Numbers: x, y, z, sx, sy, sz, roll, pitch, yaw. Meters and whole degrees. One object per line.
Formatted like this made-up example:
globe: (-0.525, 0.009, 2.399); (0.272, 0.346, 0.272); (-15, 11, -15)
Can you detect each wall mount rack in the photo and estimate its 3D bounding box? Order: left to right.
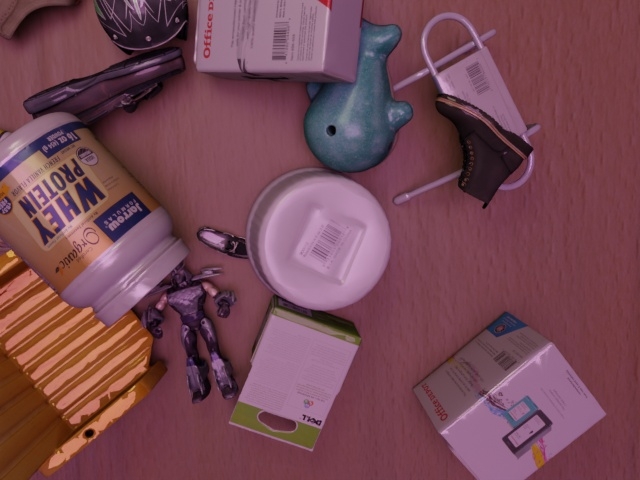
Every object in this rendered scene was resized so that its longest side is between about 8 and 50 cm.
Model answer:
wall mount rack: (0.240, -0.231, 1.061); (0.304, 0.130, 0.350); (-30, 100, -4)

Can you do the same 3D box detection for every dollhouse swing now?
dollhouse swing: (-0.468, 0.187, 0.907); (0.315, 0.305, 0.347); (-39, 94, -18)

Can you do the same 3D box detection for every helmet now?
helmet: (-0.306, -0.403, 0.949); (0.169, 0.161, 0.170); (0, 93, -5)

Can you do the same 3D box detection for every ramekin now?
ramekin: (0.000, 0.000, 1.049); (0.277, 0.135, 0.277); (-2, 98, -12)

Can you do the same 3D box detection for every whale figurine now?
whale figurine: (0.059, -0.253, 0.988); (0.216, 0.141, 0.272); (24, 117, 21)

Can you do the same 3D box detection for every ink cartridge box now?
ink cartridge box: (-0.073, -0.377, 0.941); (0.272, 0.114, 0.197); (11, 99, 30)
ink cartridge box: (-0.056, 0.265, 1.118); (0.188, 0.097, 0.255); (22, 98, -9)
ink cartridge box: (0.366, 0.324, 1.117); (0.270, 0.198, 0.197); (-39, 101, 2)

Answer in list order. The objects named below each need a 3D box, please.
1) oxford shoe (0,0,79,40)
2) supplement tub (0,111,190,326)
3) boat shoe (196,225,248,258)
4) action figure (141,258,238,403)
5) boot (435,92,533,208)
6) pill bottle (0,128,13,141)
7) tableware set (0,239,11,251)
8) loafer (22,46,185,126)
oxford shoe: (-0.455, -0.490, 0.970); (0.348, 0.123, 0.130); (-35, 127, -1)
supplement tub: (-0.400, -0.031, 0.940); (0.228, 0.228, 0.316); (-42, 100, 2)
boat shoe: (-0.184, 0.006, 1.093); (0.125, 0.038, 0.046); (25, 94, -9)
action figure: (-0.243, 0.170, 1.084); (0.185, 0.099, 0.285); (-16, 96, 7)
boot: (0.260, -0.156, 0.978); (0.197, 0.077, 0.137); (31, 102, -8)
pill bottle: (-0.625, -0.182, 1.006); (0.116, 0.065, 0.065); (16, 97, -7)
tableware set: (-0.651, -0.037, 1.039); (0.194, 0.039, 0.128); (2, 98, -6)
loafer: (-0.380, -0.265, 1.011); (0.302, 0.109, 0.095); (-18, 119, 3)
